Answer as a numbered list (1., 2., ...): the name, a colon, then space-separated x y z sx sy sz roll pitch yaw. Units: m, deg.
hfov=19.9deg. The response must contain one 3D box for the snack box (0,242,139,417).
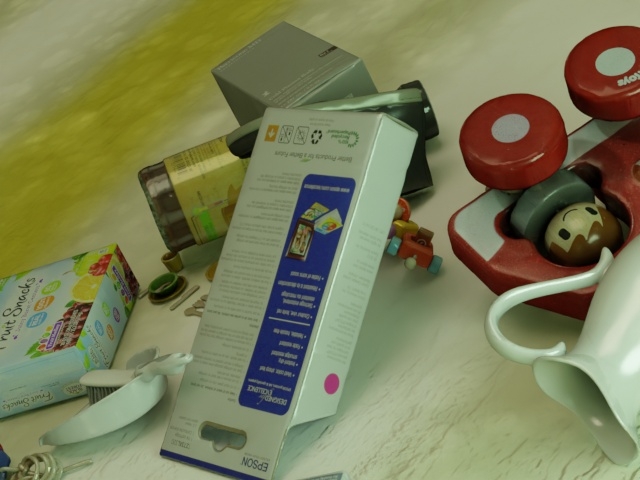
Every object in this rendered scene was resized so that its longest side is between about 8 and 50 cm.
1. snack box: -0.311 0.105 2.047 0.174 0.070 0.207 -16 28 19

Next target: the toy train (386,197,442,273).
1. toy train: 0.057 -0.027 1.893 0.125 0.166 0.046 -55 -9 -75

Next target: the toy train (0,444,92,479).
1. toy train: -0.370 0.202 1.844 0.248 0.143 0.105 -19 28 15

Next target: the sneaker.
1. sneaker: 0.012 -0.091 2.005 0.222 0.118 0.083 -11 -2 1

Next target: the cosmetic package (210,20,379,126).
1. cosmetic package: -0.027 -0.181 2.268 0.127 0.107 0.238 -36 31 -12

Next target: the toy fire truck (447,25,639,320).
1. toy fire truck: 0.284 -0.040 1.705 0.302 0.169 0.254 -34 46 -12

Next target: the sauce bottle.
1. sauce bottle: -0.034 -0.093 2.099 0.344 0.111 0.111 -22 27 0

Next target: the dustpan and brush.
1. dustpan and brush: -0.190 0.144 1.845 0.211 0.060 0.147 -7 26 44

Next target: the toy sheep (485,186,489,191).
1. toy sheep: 0.209 -0.091 1.920 0.132 0.091 0.091 12 42 24

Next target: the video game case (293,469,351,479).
1. video game case: -0.082 0.282 1.584 0.201 0.023 0.183 -14 30 23

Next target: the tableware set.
1. tableware set: -0.138 0.039 2.061 0.104 0.024 0.154 -40 29 -25

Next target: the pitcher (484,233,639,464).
1. pitcher: 0.257 0.060 1.534 0.177 0.125 0.207 38 66 19

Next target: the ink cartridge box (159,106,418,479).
1. ink cartridge box: -0.033 0.052 1.776 0.175 0.069 0.371 8 76 48
